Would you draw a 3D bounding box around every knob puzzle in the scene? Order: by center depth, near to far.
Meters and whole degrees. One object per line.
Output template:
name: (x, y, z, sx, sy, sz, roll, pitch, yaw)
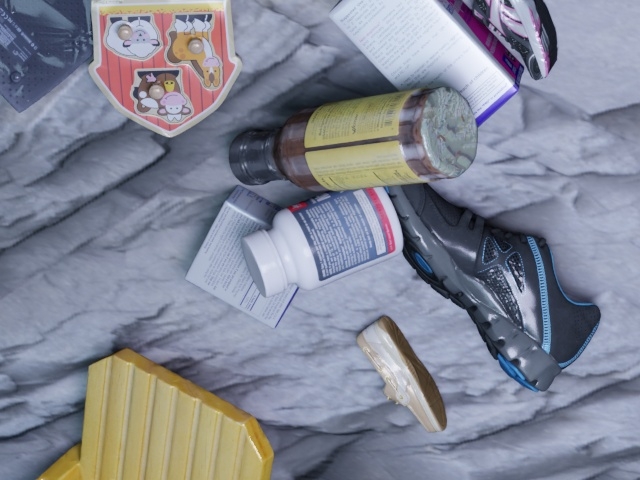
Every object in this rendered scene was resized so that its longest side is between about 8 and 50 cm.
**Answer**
knob puzzle: (-0.193, -0.212, 1.995, 0.213, 0.030, 0.213, -2, 122, -3)

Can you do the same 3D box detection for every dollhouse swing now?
dollhouse swing: (-0.260, 0.374, 2.066, 0.346, 0.315, 0.305, 26, 137, 26)

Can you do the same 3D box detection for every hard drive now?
hard drive: (-0.341, -0.299, 2.004, 0.254, 0.054, 0.172, -40, 99, 21)

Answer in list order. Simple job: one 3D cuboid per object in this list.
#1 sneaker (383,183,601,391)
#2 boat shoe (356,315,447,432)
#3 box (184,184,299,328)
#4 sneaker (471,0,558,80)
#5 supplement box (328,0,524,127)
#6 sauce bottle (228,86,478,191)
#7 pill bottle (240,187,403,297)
sneaker: (0.205, 0.025, 2.005, 0.139, 0.125, 0.341, -41, 96, -7)
boat shoe: (0.105, 0.182, 2.098, 0.059, 0.063, 0.170, -29, 93, 22)
box: (-0.083, 0.020, 2.064, 0.137, 0.072, 0.126, 30, 112, 0)
sneaker: (0.222, -0.273, 1.906, 0.077, 0.072, 0.178, -19, 98, 29)
supplement box: (0.128, -0.235, 1.906, 0.220, 0.111, 0.114, 44, 112, -7)
sauce bottle: (0.028, -0.114, 1.906, 0.344, 0.111, 0.111, -2, 113, 45)
pill bottle: (0.000, 0.000, 1.957, 0.180, 0.108, 0.108, -22, 107, -12)
